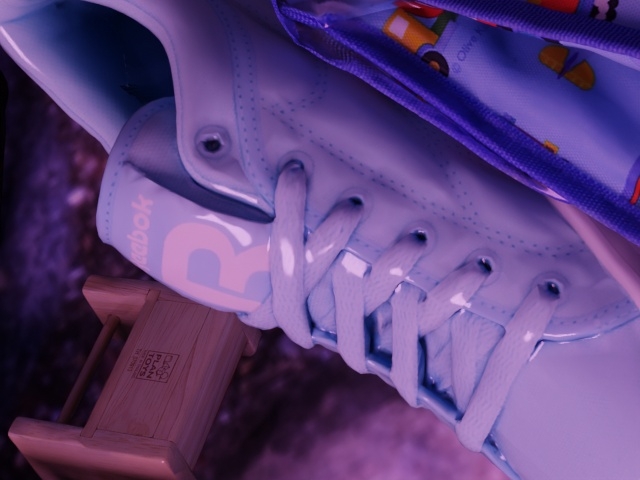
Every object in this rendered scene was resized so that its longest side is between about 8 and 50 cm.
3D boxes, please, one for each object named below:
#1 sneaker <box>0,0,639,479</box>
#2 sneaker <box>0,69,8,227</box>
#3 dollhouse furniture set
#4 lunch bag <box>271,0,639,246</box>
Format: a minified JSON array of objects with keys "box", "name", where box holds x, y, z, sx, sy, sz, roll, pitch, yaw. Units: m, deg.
[{"box":[0.000,0.000,0.568,0.366,0.150,0.135,45,145,31],"name":"sneaker"},{"box":[-0.198,0.038,0.695,0.109,0.130,0.286,25,114,-3],"name":"sneaker"},{"box":[-0.053,0.130,0.623,0.129,0.129,0.184,6,54,24],"name":"dollhouse furniture set"},{"box":[0.141,-0.107,0.511,0.293,0.138,0.221,30,61,30],"name":"lunch bag"}]
